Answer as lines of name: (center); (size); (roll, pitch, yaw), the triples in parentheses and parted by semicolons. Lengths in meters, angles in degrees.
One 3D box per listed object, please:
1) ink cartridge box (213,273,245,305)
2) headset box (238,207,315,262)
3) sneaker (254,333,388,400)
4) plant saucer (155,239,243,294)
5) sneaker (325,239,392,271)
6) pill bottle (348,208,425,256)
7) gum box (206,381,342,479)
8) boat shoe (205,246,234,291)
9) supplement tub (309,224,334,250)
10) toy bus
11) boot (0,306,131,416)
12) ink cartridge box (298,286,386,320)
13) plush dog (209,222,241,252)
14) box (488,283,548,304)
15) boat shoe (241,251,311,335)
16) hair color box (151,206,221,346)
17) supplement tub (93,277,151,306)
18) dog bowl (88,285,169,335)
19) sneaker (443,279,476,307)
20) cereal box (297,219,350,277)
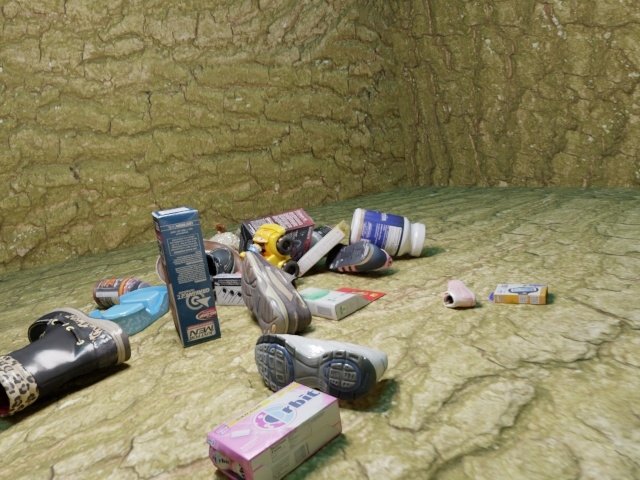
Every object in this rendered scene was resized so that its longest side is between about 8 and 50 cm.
ink cartridge box: (-0.239, 0.156, 1.461); (0.207, 0.097, 0.046); (-3, 13, 26)
headset box: (-0.161, 0.009, 1.789); (0.294, 0.218, 0.110); (-16, 49, -30)
sneaker: (-0.005, 0.244, 0.912); (0.297, 0.110, 0.129); (4, 1, 34)
plant saucer: (-0.437, 0.107, 1.685); (0.311, 0.050, 0.310); (9, 35, -7)
sneaker: (0.130, 0.075, 1.651); (0.131, 0.112, 0.319); (25, -12, -22)
pill bottle: (0.247, -0.024, 1.724); (0.265, 0.153, 0.153); (11, 12, -1)
gum box: (-0.071, 0.300, 0.713); (0.189, 0.062, 0.107); (-19, 15, -42)
boat shoe: (-0.392, 0.101, 1.569); (0.127, 0.113, 0.340); (22, 37, 14)
supplement tub: (0.000, 0.000, 2.005); (0.117, 0.116, 0.190); (-2, 13, 30)
toy bus: (-0.201, 0.076, 1.554); (0.212, 0.220, 0.150); (-24, 23, -35)
boot: (-0.684, 0.281, 1.107); (0.378, 0.138, 0.284); (5, 16, 30)
ink cartridge box: (0.054, 0.159, 1.347); (0.181, 0.056, 0.225); (3, 18, 45)
plush dog: (-0.424, 0.071, 1.869); (0.263, 0.210, 0.225); (0, 37, 34)
box: (0.506, 0.136, 1.184); (0.136, 0.028, 0.081); (0, 14, 29)
boat shoe: (-0.130, 0.147, 1.283); (0.130, 0.132, 0.355); (2, 29, -27)
hair color box: (-0.365, 0.090, 1.247); (0.105, 0.346, 0.174); (-13, 12, -22)
supplement tub: (-0.702, 0.184, 1.644); (0.198, 0.105, 0.106); (-4, 12, 21)
dog bowl: (-0.586, 0.224, 1.449); (0.166, 0.073, 0.297); (-6, 12, 12)
sneaker: (0.349, 0.140, 1.220); (0.070, 0.050, 0.134); (-5, 15, -8)
cereal box: (0.005, 0.028, 1.729); (0.240, 0.047, 0.173); (-43, 3, 15)
